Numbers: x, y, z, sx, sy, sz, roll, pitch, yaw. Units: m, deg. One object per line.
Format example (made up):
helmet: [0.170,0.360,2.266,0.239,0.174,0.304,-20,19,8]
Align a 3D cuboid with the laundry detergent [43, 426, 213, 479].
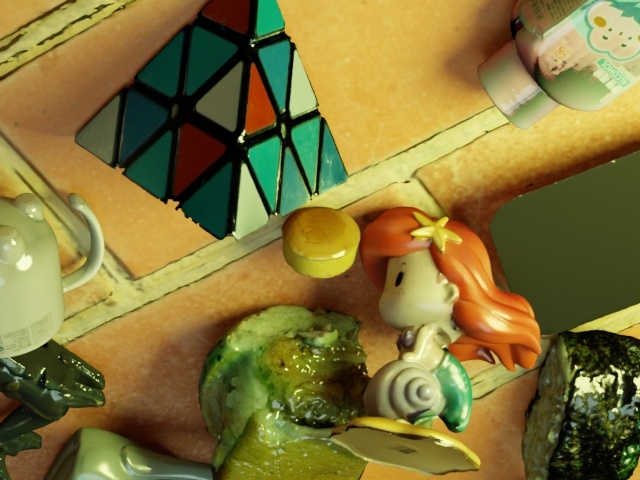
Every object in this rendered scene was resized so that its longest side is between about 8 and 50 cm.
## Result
laundry detergent: [-0.188,0.328,1.911,0.280,0.105,0.215,18,133,-17]

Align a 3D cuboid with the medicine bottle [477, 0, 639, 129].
medicine bottle: [0.245,-0.191,1.517,0.188,0.094,0.119,-37,125,24]

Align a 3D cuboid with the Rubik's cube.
Rubik's cube: [-0.144,-0.136,1.549,0.234,0.284,0.250,-1,108,24]

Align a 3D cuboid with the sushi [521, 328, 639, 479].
sushi: [0.313,0.205,1.840,0.127,0.124,0.225,5,129,-8]

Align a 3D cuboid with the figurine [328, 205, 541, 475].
figurine: [0.125,0.106,1.661,0.208,0.257,0.181,9,161,18]

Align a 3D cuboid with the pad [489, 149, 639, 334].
pad: [0.375,-0.021,1.728,0.375,0.063,0.315,-20,137,4]

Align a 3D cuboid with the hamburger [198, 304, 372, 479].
hamburger: [-0.049,0.205,1.781,0.192,0.167,0.288,12,129,-16]

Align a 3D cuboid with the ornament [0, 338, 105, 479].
ornament: [-0.389,0.196,1.803,0.202,0.080,0.236,32,121,-32]

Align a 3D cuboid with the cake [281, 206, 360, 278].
cake: [0.000,0.000,1.669,0.084,0.084,0.044,-1,133,-4]

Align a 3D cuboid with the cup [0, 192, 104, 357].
cup: [-0.313,0.024,1.630,0.173,0.134,0.142,1,128,-4]
